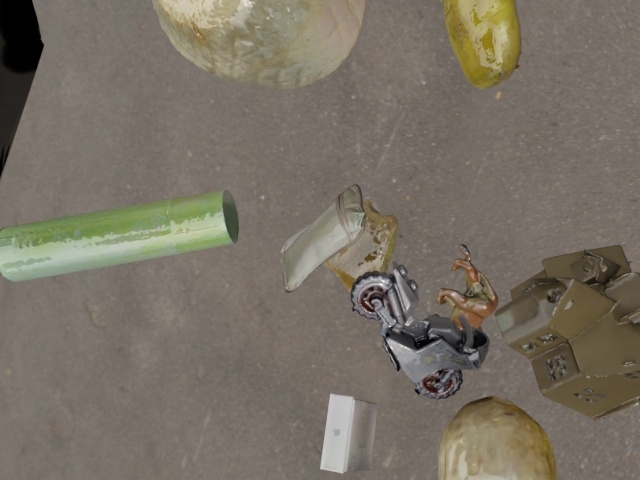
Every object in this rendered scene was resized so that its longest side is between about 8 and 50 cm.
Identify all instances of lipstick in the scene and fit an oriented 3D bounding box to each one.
[{"bbox_3d":[-0.258,-0.005,0.760,0.303,0.076,0.076,-9,90,5],"label":"lipstick"}]

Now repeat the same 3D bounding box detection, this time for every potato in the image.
[{"bbox_3d":[0.337,-0.472,1.271,0.173,0.140,0.301,148,109,-81],"label":"potato"}]

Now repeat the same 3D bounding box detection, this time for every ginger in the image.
[{"bbox_3d":[0.113,0.019,1.757,0.221,0.130,0.276,11,95,24],"label":"ginger"}]

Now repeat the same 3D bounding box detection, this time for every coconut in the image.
[{"bbox_3d":[-0.083,-0.369,0.872,0.328,0.328,0.329,6,99,38],"label":"coconut"}]

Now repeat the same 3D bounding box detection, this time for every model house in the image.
[{"bbox_3d":[0.359,0.073,0.725,0.248,0.176,0.181,-43,35,36],"label":"model house"}]

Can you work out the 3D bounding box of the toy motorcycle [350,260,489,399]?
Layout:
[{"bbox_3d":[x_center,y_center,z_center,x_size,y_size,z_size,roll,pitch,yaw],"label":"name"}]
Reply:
[{"bbox_3d":[0.135,0.116,0.778,0.122,0.080,0.215,-32,108,17],"label":"toy motorcycle"}]

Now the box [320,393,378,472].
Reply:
[{"bbox_3d":[0.056,0.356,1.111,0.051,0.130,0.130,0,72,25],"label":"box"}]

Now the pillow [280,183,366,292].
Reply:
[{"bbox_3d":[0.000,0.000,1.093,0.232,0.038,0.131,-42,39,30],"label":"pillow"}]

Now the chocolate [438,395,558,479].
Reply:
[{"bbox_3d":[0.185,0.317,0.616,0.134,0.134,0.310,-24,53,38],"label":"chocolate"}]

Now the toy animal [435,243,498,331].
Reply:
[{"bbox_3d":[0.331,0.161,1.354,0.157,0.097,0.313,27,144,14],"label":"toy animal"}]

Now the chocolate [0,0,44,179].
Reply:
[{"bbox_3d":[-0.454,-0.158,0.409,0.330,0.383,0.384,1,97,12],"label":"chocolate"}]
